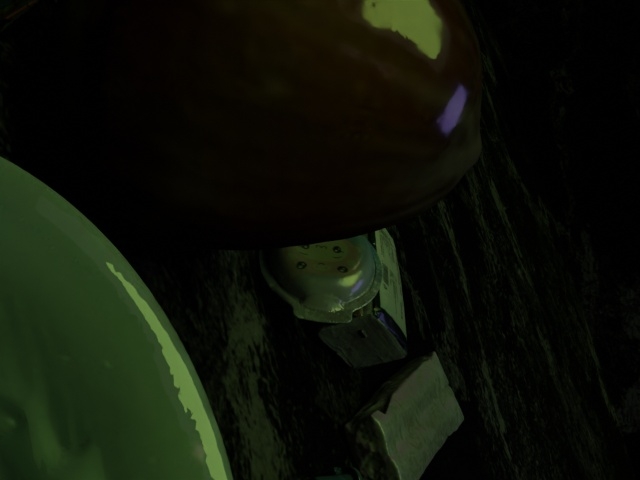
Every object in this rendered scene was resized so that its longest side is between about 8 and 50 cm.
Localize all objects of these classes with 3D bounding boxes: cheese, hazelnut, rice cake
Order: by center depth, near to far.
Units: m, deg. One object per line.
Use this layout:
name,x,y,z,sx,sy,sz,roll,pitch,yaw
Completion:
hazelnut,-0.043,-0.137,0.799,0.372,0.372,0.315,28,82,-56
cheese,0.000,0.000,1.055,0.244,0.135,0.052,-91,-168,-47
rice cake,0.107,0.216,1.148,0.106,0.050,0.298,66,23,1

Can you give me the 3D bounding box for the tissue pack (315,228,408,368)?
tissue pack,0.044,0.051,1.118,0.103,0.091,0.170,53,27,-43

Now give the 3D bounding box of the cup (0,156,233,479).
cup,-0.194,0.136,0.413,0.347,0.163,0.347,49,28,-37

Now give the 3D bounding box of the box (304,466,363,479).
box,0.002,0.257,0.858,0.054,0.074,0.099,14,55,-46

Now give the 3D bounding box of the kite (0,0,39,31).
kite,-0.279,-0.241,0.779,0.241,0.014,0.183,7,66,-58
